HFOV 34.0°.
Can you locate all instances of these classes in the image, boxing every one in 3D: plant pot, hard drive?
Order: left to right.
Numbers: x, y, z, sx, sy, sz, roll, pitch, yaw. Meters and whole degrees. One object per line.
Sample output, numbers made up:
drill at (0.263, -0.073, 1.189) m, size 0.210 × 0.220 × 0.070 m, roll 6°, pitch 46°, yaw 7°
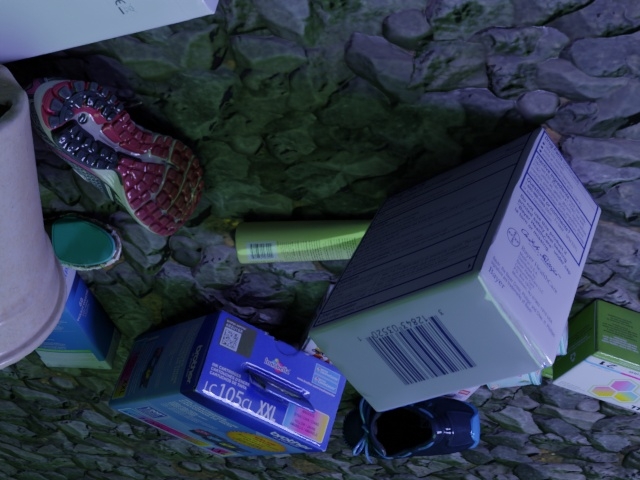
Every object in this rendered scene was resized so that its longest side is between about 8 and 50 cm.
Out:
plant pot at (-0.470, -0.052, 1.261) m, size 0.333 × 0.334 × 0.305 m, roll 12°, pitch 127°, yaw -2°
hard drive at (-0.299, -0.302, 1.150) m, size 0.318 × 0.040 × 0.210 m, roll -7°, pitch 143°, yaw 25°

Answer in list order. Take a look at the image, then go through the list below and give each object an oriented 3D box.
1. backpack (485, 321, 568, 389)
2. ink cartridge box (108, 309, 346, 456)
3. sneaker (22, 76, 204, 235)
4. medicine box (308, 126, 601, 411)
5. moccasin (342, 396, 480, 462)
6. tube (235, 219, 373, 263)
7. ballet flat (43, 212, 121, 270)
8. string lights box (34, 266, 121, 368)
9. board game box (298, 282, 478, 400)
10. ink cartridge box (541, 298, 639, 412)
backpack at (0.272, 0.111, 1.466) m, size 0.144 × 0.188 × 0.166 m, roll -1°, pitch 144°, yaw 17°
ink cartridge box at (-0.146, 0.251, 1.775) m, size 0.270 × 0.151 × 0.395 m, roll 29°, pitch 152°, yaw -26°
sneaker at (-0.263, -0.117, 1.370) m, size 0.112 × 0.121 × 0.299 m, roll 22°, pitch 161°, yaw 43°
medicine box at (0.169, 0.036, 1.276) m, size 0.263 × 0.289 × 0.149 m, roll -24°, pitch 114°, yaw 41°
moccasin at (0.131, 0.316, 1.835) m, size 0.116 × 0.138 × 0.342 m, roll 3°, pitch 163°, yaw -34°
tube at (0.000, 0.000, 1.506) m, size 0.240 × 0.062 × 0.070 m, roll -2°, pitch -172°, yaw 10°
ballet flat at (-0.403, 0.003, 1.617) m, size 0.241 × 0.091 × 0.077 m, roll 4°, pitch 176°, yaw 18°
string lights box at (-0.455, 0.128, 1.802) m, size 0.133 × 0.077 × 0.260 m, roll 1°, pitch 145°, yaw 14°
board game box at (0.132, 0.173, 1.720) m, size 0.305 × 0.053 × 0.193 m, roll 16°, pitch 147°, yaw -8°
ink cartridge box at (0.447, 0.212, 1.649) m, size 0.188 × 0.097 × 0.255 m, roll 19°, pitch 145°, yaw -11°
